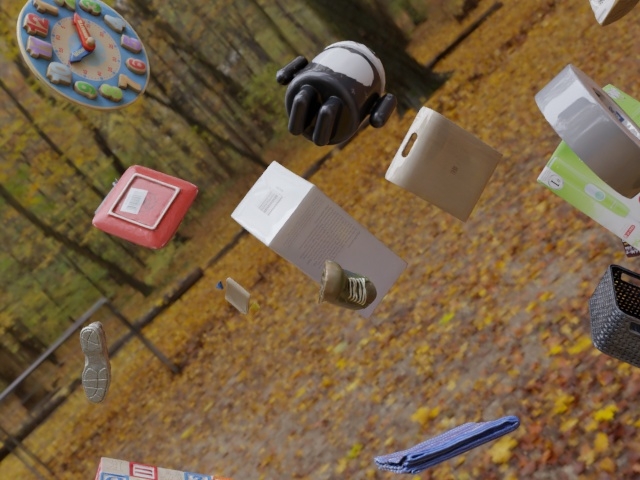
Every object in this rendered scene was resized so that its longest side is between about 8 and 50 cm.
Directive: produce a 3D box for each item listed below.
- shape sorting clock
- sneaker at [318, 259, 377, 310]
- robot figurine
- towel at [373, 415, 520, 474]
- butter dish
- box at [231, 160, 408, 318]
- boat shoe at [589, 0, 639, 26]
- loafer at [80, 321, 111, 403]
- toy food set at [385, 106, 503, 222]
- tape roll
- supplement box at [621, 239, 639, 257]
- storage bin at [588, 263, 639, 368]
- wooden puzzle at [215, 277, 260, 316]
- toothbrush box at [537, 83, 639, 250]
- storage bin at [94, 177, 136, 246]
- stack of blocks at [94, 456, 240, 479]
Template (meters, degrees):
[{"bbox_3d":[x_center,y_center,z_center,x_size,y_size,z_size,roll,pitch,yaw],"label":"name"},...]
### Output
[{"bbox_3d":[-0.347,-0.285,1.201,0.040,0.206,0.206,-35,11,46],"label":"shape sorting clock"},{"bbox_3d":[0.044,0.069,1.211,0.192,0.086,0.064,103,174,-81],"label":"sneaker"},{"bbox_3d":[0.032,-0.313,1.708,0.174,0.209,0.278,-22,22,39],"label":"robot figurine"},{"bbox_3d":[0.242,0.405,1.620,0.243,0.040,0.336,-20,-11,-10],"label":"towel"},{"bbox_3d":[-0.329,-0.044,1.567,0.118,0.160,0.160,86,-153,-59],"label":"butter dish"},{"bbox_3d":[0.000,0.000,1.873,0.168,0.345,0.215,-53,35,-2],"label":"box"},{"bbox_3d":[0.504,-0.464,1.304,0.098,0.096,0.277,-26,-15,-21],"label":"boat shoe"},{"bbox_3d":[-0.338,0.185,1.233,0.045,0.125,0.039,2,15,10],"label":"loafer"},{"bbox_3d":[0.344,-0.203,2.227,0.219,0.306,0.092,-62,30,6],"label":"toy food set"},{"bbox_3d":[0.430,-0.168,1.237,0.072,0.219,0.219,-45,7,25],"label":"tape roll"},{"bbox_3d":[0.737,-0.094,1.847,0.130,0.239,0.073,-16,-4,-13],"label":"supplement box"},{"bbox_3d":[0.533,0.130,1.371,0.180,0.122,0.084,-60,-8,-60],"label":"storage bin"},{"bbox_3d":[-0.176,0.120,1.736,0.014,0.116,0.078,-40,-15,-35],"label":"wooden puzzle"},{"bbox_3d":[0.598,-0.130,1.543,0.122,0.283,0.206,-34,-23,-48],"label":"toothbrush box"},{"bbox_3d":[-0.417,-0.053,1.757,0.091,0.135,0.098,-50,32,-2],"label":"storage bin"},{"bbox_3d":[-0.181,0.415,1.162,0.171,0.297,0.087,-134,60,-70],"label":"stack of blocks"}]
